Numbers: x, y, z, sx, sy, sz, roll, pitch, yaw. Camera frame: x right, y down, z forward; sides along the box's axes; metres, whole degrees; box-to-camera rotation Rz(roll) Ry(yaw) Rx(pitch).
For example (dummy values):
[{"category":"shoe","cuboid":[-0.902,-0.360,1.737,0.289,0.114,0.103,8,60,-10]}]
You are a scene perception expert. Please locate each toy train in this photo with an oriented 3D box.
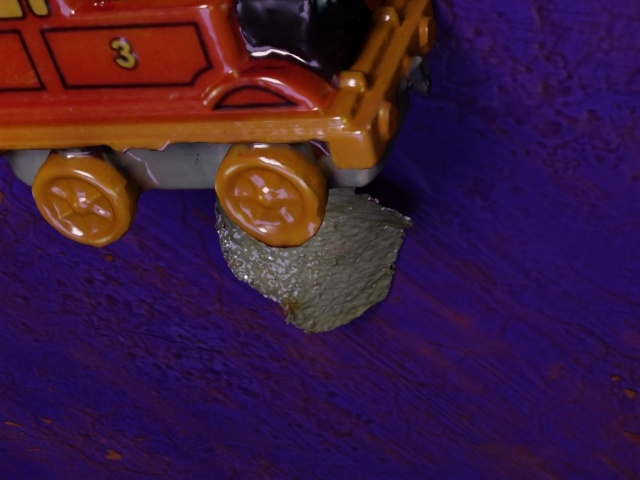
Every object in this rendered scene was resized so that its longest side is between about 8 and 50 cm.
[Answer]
[{"category":"toy train","cuboid":[-0.112,-0.127,1.041,0.369,0.163,0.231,0,133,24]}]

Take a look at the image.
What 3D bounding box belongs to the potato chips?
[{"category":"potato chips","cuboid":[0.000,-0.005,1.238,0.167,0.059,0.228,-23,129,31]}]
